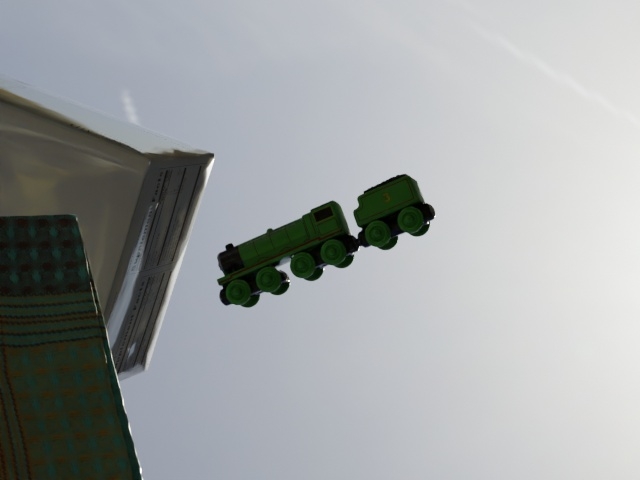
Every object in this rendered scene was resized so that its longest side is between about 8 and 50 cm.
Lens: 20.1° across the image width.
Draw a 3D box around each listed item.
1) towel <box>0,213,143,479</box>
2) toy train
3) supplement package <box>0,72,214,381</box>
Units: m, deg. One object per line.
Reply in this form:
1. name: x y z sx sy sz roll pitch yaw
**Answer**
1. towel: -0.225 0.151 1.063 0.271 0.040 0.370 -1 -116 -34
2. toy train: 0.000 0.000 0.635 0.017 0.083 0.023 23 -134 -74
3. supplement package: -0.255 -0.019 1.490 0.262 0.204 0.145 21 -169 14
